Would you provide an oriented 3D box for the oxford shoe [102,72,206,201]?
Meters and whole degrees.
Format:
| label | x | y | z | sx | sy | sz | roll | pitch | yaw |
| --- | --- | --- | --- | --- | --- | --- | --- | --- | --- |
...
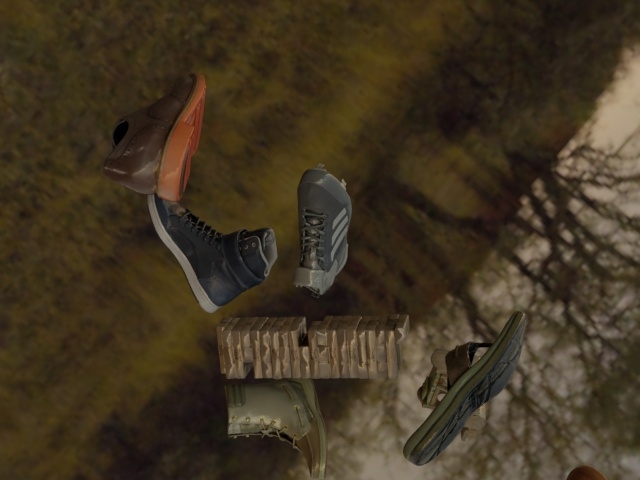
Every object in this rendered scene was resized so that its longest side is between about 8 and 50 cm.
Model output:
| label | x | y | z | sx | sy | sz | roll | pitch | yaw |
| --- | --- | --- | --- | --- | --- | --- | --- | --- | --- |
| oxford shoe | -0.261 | -0.188 | 1.844 | 0.364 | 0.132 | 0.130 | -86 | -174 | -63 |

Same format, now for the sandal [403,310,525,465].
| label | x | y | z | sx | sy | sz | roll | pitch | yaw |
| --- | --- | --- | --- | --- | --- | --- | --- | --- | --- |
| sandal | 0.213 | 0.206 | 1.727 | 0.303 | 0.086 | 0.120 | -42 | 149 | -25 |

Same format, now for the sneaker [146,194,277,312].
| label | x | y | z | sx | sy | sz | roll | pitch | yaw |
| --- | --- | --- | --- | --- | --- | --- | --- | --- | --- |
| sneaker | -0.167 | -0.014 | 1.853 | 0.163 | 0.226 | 0.086 | -28 | -172 | 24 |

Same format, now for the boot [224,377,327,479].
| label | x | y | z | sx | sy | sz | roll | pitch | yaw |
| --- | --- | --- | --- | --- | --- | --- | --- | --- | --- |
| boot | -0.078 | 0.327 | 1.983 | 0.077 | 0.165 | 0.213 | 99 | -19 | -45 |

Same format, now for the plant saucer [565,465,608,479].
| label | x | y | z | sx | sy | sz | roll | pitch | yaw |
| --- | --- | --- | --- | --- | --- | --- | --- | --- | --- |
| plant saucer | 0.451 | 0.471 | 1.886 | 0.037 | 0.200 | 0.200 | -16 | 166 | -16 |

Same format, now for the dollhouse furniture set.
| label | x | y | z | sx | sy | sz | roll | pitch | yaw |
| --- | --- | --- | --- | --- | --- | --- | --- | --- | --- |
| dollhouse furniture set | 0.234 | 0.327 | 2.166 | 0.161 | 0.101 | 0.182 | -84 | -173 | -49 |

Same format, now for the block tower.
| label | x | y | z | sx | sy | sz | roll | pitch | yaw |
| --- | --- | --- | --- | --- | --- | --- | --- | --- | --- |
| block tower | -0.013 | 0.187 | 2.017 | 0.091 | 0.335 | 0.097 | -56 | 142 | -74 |

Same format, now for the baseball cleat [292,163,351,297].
| label | x | y | z | sx | sy | sz | roll | pitch | yaw |
| --- | --- | --- | --- | --- | --- | --- | --- | --- | --- |
| baseball cleat | 0.000 | 0.000 | 1.509 | 0.206 | 0.072 | 0.109 | 77 | 29 | -50 |
